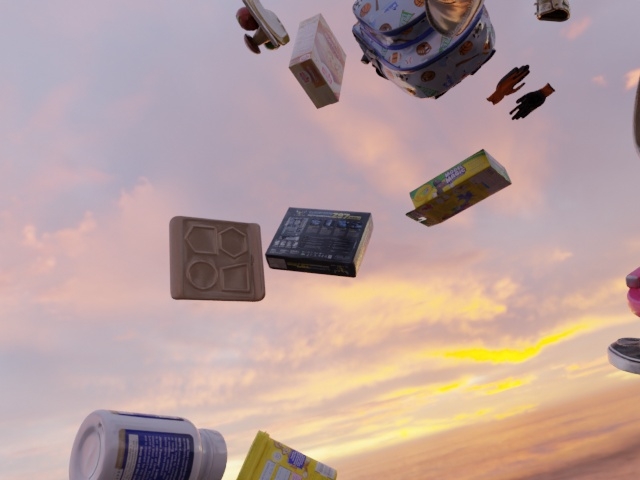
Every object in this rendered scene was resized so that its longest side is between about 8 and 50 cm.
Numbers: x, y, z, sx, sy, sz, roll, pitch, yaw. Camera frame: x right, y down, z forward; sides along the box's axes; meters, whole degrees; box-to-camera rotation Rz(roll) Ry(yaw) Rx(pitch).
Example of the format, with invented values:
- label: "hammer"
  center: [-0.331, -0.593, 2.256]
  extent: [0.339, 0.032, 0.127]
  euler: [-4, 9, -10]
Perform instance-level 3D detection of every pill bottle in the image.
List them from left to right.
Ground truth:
- label: "pill bottle"
  center: [-0.224, 0.292, 0.753]
  extent: [0.186, 0.112, 0.112]
  euler: [22, -41, -40]

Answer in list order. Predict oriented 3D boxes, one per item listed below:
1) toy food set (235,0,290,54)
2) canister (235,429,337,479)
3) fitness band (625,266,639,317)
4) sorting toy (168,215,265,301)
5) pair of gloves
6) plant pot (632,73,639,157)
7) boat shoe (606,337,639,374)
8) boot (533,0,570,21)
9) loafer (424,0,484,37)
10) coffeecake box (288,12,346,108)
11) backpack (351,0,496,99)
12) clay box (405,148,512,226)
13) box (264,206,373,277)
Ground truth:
- label: "toy food set"
  center: [-0.138, -0.461, 1.216]
  extent: [0.071, 0.128, 0.218]
  euler: [-34, 16, 19]
- label: "canister"
  center: [-0.066, 0.448, 1.038]
  extent: [0.169, 0.126, 0.073]
  euler: [26, -40, 1]
- label: "fitness band"
  center: [0.712, 0.073, 1.042]
  extent: [0.290, 0.054, 0.209]
  euler: [-24, 15, -23]
- label: "sorting toy"
  center: [-0.231, 0.044, 1.247]
  extent: [0.208, 0.193, 0.038]
  euler: [3, -24, -25]
- label: "pair of gloves"
  center: [0.299, -0.220, 0.836]
  extent: [0.083, 0.010, 0.074]
  euler: [27, -51, -26]
- label: "plant pot"
  center: [0.613, -0.215, 0.748]
  extent: [0.273, 0.257, 0.256]
  euler: [10, -18, 12]
- label: "boat shoe"
  center: [0.454, 0.134, 0.705]
  extent: [0.077, 0.070, 0.219]
  euler: [-10, -1, -18]
- label: "boot"
  center: [0.520, -0.618, 1.324]
  extent: [0.213, 0.165, 0.077]
  euler: [4, -6, -34]
- label: "loafer"
  center: [0.179, -0.388, 0.792]
  extent: [0.112, 0.112, 0.319]
  euler: [-57, -18, -8]
- label: "coffeecake box"
  center: [-0.004, -0.451, 1.408]
  extent: [0.068, 0.186, 0.142]
  euler: [-13, -40, 28]
- label: "backpack"
  center: [0.211, -0.428, 1.121]
  extent: [0.276, 0.263, 0.213]
  euler: [-42, -34, 15]
- label: "clay box"
  center: [0.304, -0.111, 1.269]
  extent: [0.222, 0.053, 0.127]
  euler: [-30, -31, 29]
- label: "box"
  center: [0.000, 0.000, 1.403]
  extent: [0.232, 0.184, 0.059]
  euler: [5, -44, 19]
